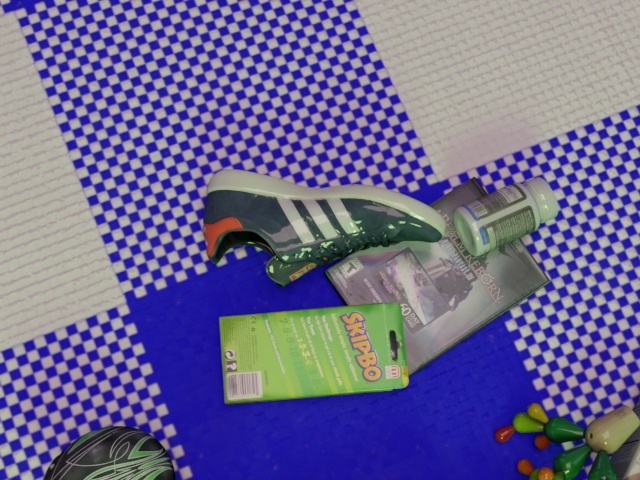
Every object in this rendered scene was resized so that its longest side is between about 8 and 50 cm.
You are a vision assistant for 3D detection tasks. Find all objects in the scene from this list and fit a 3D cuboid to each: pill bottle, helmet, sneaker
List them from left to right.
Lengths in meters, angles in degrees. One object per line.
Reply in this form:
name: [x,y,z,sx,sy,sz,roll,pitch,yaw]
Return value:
helmet: [-0.274,0.322,1.427,0.169,0.161,0.169,1,74,-4]
sneaker: [0.000,0.000,1.556,0.350,0.131,0.148,7,74,12]
pill bottle: [0.270,-0.037,1.586,0.137,0.078,0.078,-23,77,-10]

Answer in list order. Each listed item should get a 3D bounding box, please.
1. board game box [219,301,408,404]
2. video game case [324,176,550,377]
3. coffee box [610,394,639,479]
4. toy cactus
board game box: [-0.010,0.159,1.544,0.259,0.039,0.124,-5,78,3]
video game case: [0.172,0.055,1.606,0.274,0.026,0.196,-32,79,-11]
coffee box: [0.485,0.341,1.497,0.168,0.119,0.297,29,75,5]
toy cactus: [0.345,0.280,1.472,0.180,0.219,0.112,-36,119,-4]
